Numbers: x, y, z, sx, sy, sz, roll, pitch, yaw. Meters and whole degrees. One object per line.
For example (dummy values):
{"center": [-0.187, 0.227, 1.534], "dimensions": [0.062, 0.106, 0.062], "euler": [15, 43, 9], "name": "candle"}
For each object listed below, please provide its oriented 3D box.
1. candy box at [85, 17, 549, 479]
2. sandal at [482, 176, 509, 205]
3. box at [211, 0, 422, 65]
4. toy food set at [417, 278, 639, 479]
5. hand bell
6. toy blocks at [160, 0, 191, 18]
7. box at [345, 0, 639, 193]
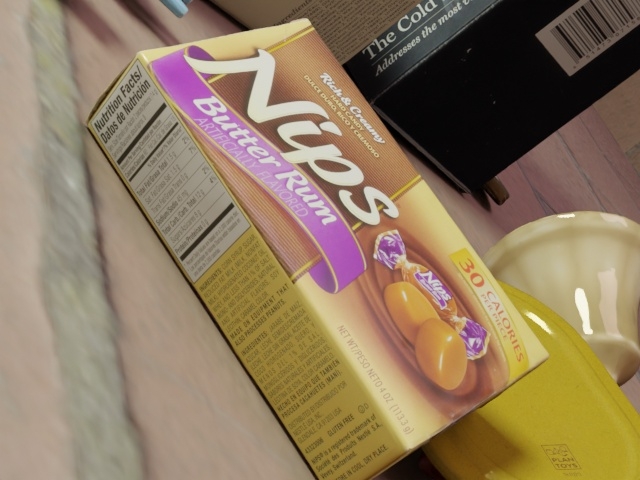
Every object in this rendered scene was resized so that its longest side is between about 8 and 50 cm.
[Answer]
{"center": [0.000, 0.000, 0.535], "dimensions": [0.109, 0.053, 0.187], "euler": [-22, 75, -48], "name": "candy box"}
{"center": [0.152, -0.093, 1.208], "dimensions": [0.072, 0.049, 0.180], "euler": [47, 17, -18], "name": "sandal"}
{"center": [-0.047, -0.212, 0.809], "dimensions": [0.275, 0.113, 0.094], "euler": [31, 28, -55], "name": "box"}
{"center": [0.086, 0.105, 0.603], "dimensions": [0.128, 0.071, 0.218], "euler": [4, 36, -27], "name": "toy food set"}
{"center": [0.173, 0.113, 0.797], "dimensions": [0.126, 0.126, 0.242], "euler": [39, 34, -39], "name": "hand bell"}
{"center": [-0.112, -0.160, 0.623], "dimensions": [0.148, 0.054, 0.123], "euler": [46, 17, -22], "name": "toy blocks"}
{"center": [0.156, -0.277, 1.084], "dimensions": [0.179, 0.343, 0.312], "euler": [35, 22, -48], "name": "box"}
